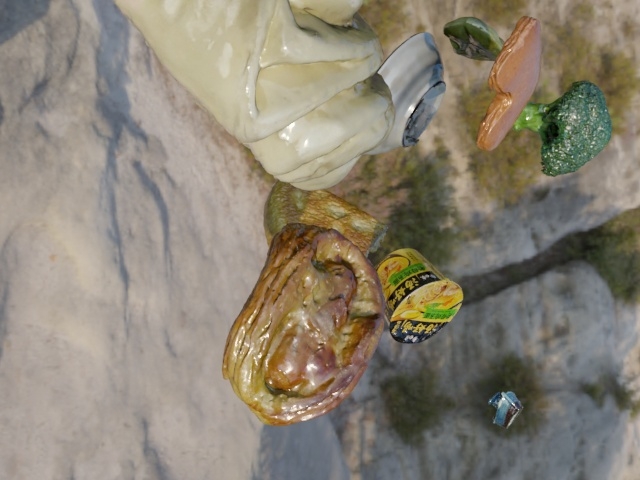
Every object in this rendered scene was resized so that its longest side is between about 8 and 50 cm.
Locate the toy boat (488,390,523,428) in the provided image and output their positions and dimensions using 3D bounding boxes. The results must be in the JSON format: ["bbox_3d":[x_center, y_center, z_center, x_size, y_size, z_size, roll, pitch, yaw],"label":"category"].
[{"bbox_3d":[0.368,0.336,1.484,0.060,0.061,0.137,-42,157,-14],"label":"toy boat"}]

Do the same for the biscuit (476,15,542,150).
[{"bbox_3d":[0.315,-0.253,1.229,0.186,0.036,0.192,-53,152,-12],"label":"biscuit"}]

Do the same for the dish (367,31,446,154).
[{"bbox_3d":[0.199,-0.307,1.669,0.316,0.106,0.316,-48,162,-22],"label":"dish"}]

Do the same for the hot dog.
[{"bbox_3d":[-0.013,0.092,0.887,0.175,0.114,0.259,39,48,-21],"label":"hot dog"}]

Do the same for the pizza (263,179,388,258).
[{"bbox_3d":[-0.032,-0.012,1.448,0.258,0.268,0.087,-40,158,-50],"label":"pizza"}]

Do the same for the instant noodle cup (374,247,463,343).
[{"bbox_3d":[0.163,0.095,1.341,0.122,0.151,0.151,54,-1,41],"label":"instant noodle cup"}]

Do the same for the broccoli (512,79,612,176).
[{"bbox_3d":[0.669,-0.321,2.087,0.297,0.297,0.298,-52,151,-45],"label":"broccoli"}]

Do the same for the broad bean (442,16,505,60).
[{"bbox_3d":[0.344,-0.441,1.623,0.206,0.153,0.072,-43,150,-75],"label":"broad bean"}]

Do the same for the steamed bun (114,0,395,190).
[{"bbox_3d":[-0.050,-0.241,0.889,0.352,0.247,0.339,45,4,9],"label":"steamed bun"}]
